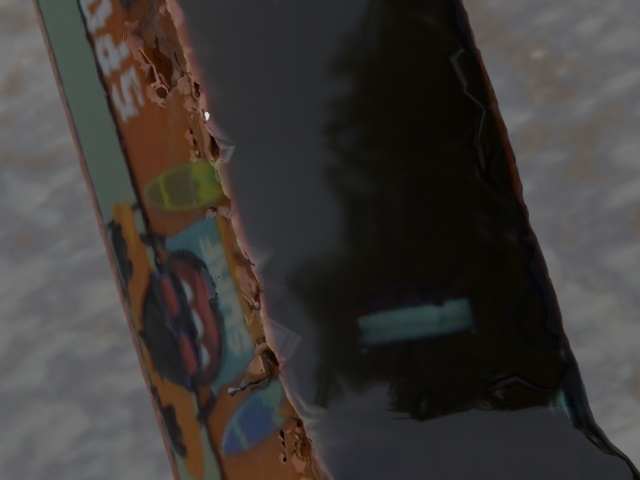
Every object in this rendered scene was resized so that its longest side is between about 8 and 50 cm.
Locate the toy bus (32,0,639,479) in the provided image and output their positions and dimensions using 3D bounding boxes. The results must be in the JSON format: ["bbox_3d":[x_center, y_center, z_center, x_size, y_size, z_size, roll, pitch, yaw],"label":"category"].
[{"bbox_3d":[0.000,0.000,0.493,0.093,0.409,0.092,-11,-10,-33],"label":"toy bus"}]
